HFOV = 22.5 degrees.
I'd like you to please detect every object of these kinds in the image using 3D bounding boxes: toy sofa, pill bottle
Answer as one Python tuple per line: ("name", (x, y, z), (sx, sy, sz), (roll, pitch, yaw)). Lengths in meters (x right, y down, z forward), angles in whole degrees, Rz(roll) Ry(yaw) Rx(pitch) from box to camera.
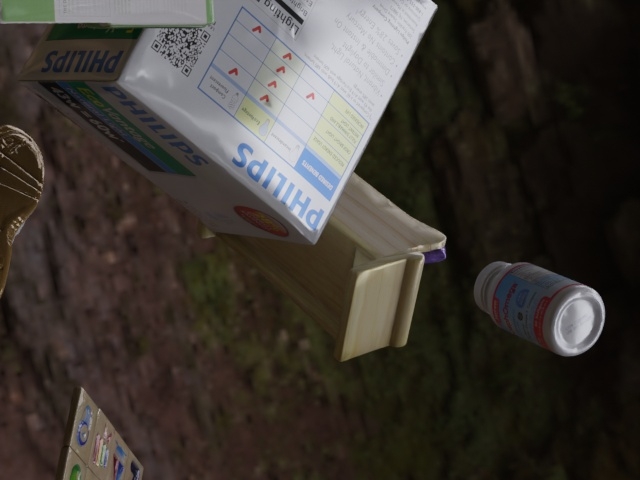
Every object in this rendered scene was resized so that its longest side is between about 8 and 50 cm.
("toy sofa", (0.000, 0.000, 2.252), (0.362, 0.177, 0.150), (39, -49, 38))
("pill bottle", (0.255, 0.076, 1.912), (0.160, 0.087, 0.087), (24, -54, 55))

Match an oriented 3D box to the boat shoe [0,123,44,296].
("boat shoe", (-0.407, -0.020, 1.908), (0.096, 0.098, 0.277), (-33, -148, 41))

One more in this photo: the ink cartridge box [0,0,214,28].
("ink cartridge box", (-0.216, -0.290, 1.552), (0.056, 0.235, 0.171), (4, -82, 56))

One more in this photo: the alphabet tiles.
("alphabet tiles", (-0.145, 0.230, 1.061), (0.237, 0.009, 0.198), (73, 22, -62))

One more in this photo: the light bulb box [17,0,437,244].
("light bulb box", (-0.105, -0.240, 1.953), (0.225, 0.361, 0.358), (6, -27, 50))
